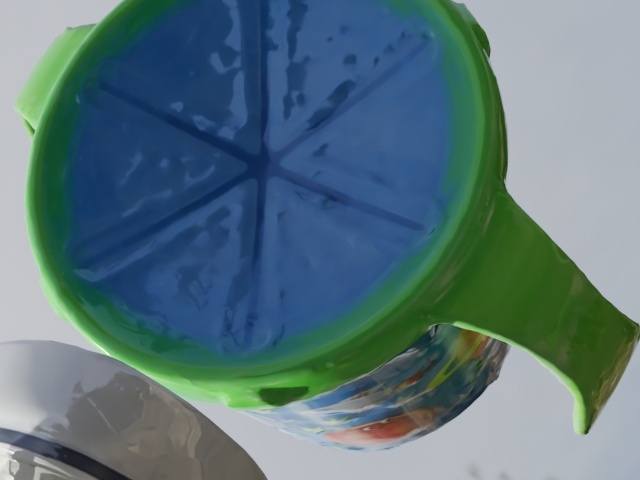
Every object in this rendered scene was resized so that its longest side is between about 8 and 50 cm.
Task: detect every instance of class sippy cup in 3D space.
[{"bbox_3d":[0.000,0.000,0.993,0.240,0.305,0.224,-28,-28,5],"label":"sippy cup"}]

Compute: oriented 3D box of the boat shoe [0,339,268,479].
[{"bbox_3d":[-0.131,0.162,0.703,0.156,0.136,0.367,-61,8,-30],"label":"boat shoe"}]
